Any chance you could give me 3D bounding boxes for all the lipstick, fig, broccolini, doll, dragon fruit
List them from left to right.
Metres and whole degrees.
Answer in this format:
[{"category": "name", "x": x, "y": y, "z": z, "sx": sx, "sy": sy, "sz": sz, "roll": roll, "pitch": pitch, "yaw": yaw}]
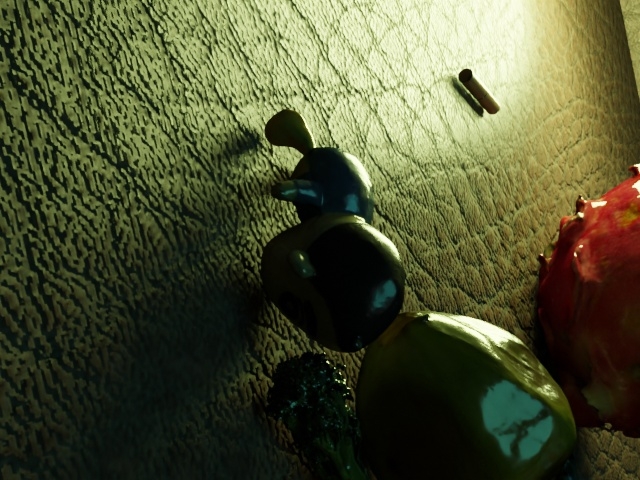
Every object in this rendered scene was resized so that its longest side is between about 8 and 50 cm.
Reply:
[{"category": "doll", "x": 0.000, "y": 0.000, "z": 0.625, "sx": 0.102, "sy": 0.089, "sz": 0.179, "roll": 49, "pitch": 16, "yaw": -46}, {"category": "broccolini", "x": 0.022, "y": 0.167, "z": 0.649, "sx": 0.054, "sy": 0.051, "sz": 0.239, "roll": -45, "pitch": 131, "yaw": -31}, {"category": "fig", "x": 0.094, "y": 0.122, "z": 0.691, "sx": 0.166, "sy": 0.144, "sz": 0.154, "roll": 42, "pitch": 57, "yaw": -22}, {"category": "lipstick", "x": 0.179, "y": -0.167, "z": 1.105, "sx": 0.094, "sy": 0.019, "sz": 0.019, "roll": 31, "pitch": 54, "yaw": -57}, {"category": "dragon fruit", "x": 0.389, "y": 0.081, "z": 1.188, "sx": 0.371, "sy": 0.249, "sz": 0.386, "roll": 74, "pitch": 26, "yaw": -47}]

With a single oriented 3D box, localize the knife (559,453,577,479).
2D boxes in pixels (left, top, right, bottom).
[{"category": "knife", "x": 0.292, "y": 0.376, "z": 1.113, "sx": 0.044, "sy": 0.026, "sz": 0.296, "roll": 53, "pitch": 34, "yaw": -62}]
